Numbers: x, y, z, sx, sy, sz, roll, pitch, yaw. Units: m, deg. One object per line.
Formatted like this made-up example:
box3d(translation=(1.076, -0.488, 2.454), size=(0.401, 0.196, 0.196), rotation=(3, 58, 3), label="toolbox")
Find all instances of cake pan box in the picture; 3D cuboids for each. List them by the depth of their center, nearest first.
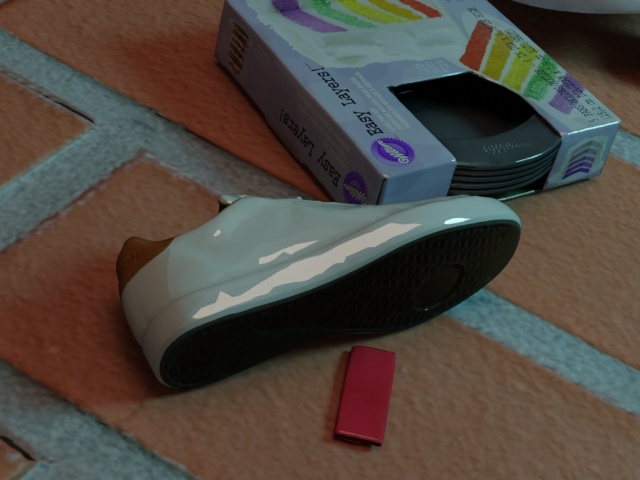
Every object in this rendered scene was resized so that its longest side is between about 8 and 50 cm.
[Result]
box3d(translation=(0.079, -0.123, 1.107), size=(0.245, 0.070, 0.267), rotation=(-15, 48, -28), label="cake pan box")

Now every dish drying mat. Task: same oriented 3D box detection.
box3d(translation=(0.030, 0.101, 0.872), size=(0.032, 0.008, 0.083), rotation=(13, 40, 0), label="dish drying mat")

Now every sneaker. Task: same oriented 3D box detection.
box3d(translation=(0.000, 0.000, 0.904), size=(0.290, 0.106, 0.123), rotation=(-13, 49, -27), label="sneaker")

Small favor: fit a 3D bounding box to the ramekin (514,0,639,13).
box3d(translation=(0.291, -0.325, 1.291), size=(0.277, 0.135, 0.277), rotation=(-4, 28, 2), label="ramekin")
